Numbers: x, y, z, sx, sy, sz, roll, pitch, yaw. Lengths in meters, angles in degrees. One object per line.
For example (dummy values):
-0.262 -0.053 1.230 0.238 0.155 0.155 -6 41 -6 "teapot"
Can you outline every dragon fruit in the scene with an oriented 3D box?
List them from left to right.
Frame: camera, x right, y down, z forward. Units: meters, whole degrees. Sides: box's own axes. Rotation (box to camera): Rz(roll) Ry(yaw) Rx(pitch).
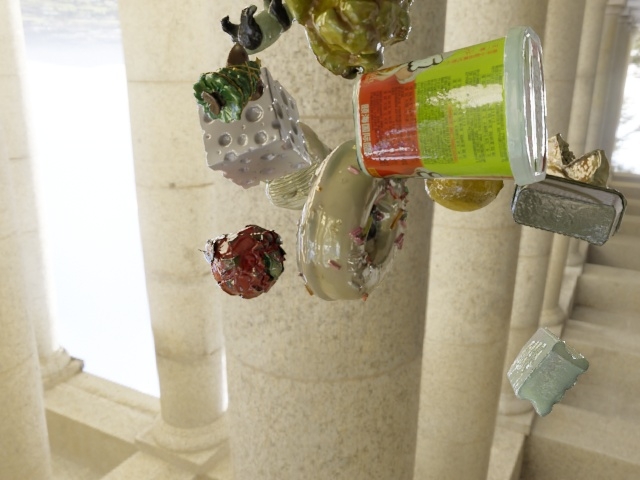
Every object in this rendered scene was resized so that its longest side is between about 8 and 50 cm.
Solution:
-0.234 0.049 1.711 0.293 0.233 0.234 29 -149 34 "dragon fruit"

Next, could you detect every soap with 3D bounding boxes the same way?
0.570 0.325 1.472 0.095 0.172 0.289 39 -172 11 "soap"

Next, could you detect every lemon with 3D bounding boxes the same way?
0.430 -0.186 1.728 0.260 0.204 0.204 2 -164 -15 "lemon"

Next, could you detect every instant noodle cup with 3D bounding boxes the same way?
0.239 -0.225 1.061 0.308 0.293 0.294 -2 -166 29 "instant noodle cup"

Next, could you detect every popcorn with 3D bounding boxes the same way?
0.072 -0.587 1.407 0.290 0.325 0.321 -6 158 20 "popcorn"

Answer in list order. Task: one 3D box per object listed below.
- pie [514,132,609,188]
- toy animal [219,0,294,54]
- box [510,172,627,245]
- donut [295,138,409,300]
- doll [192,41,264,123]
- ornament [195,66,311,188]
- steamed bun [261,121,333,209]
0.768 -0.190 1.880 0.075 0.337 0.338 23 -177 -34 "pie"
-0.133 -0.567 1.467 0.225 0.121 0.094 -40 -144 -10 "toy animal"
0.608 -0.083 1.441 0.274 0.138 0.178 16 -161 26 "box"
0.088 -0.036 1.295 0.143 0.382 0.383 14 -159 26 "donut"
-0.105 -0.211 0.763 0.113 0.078 0.077 -43 -146 -20 "doll"
-0.199 -0.327 1.726 0.240 0.238 0.240 -18 163 15 "ornament"
-0.100 -0.321 2.485 0.339 0.352 0.247 -37 -169 19 "steamed bun"
